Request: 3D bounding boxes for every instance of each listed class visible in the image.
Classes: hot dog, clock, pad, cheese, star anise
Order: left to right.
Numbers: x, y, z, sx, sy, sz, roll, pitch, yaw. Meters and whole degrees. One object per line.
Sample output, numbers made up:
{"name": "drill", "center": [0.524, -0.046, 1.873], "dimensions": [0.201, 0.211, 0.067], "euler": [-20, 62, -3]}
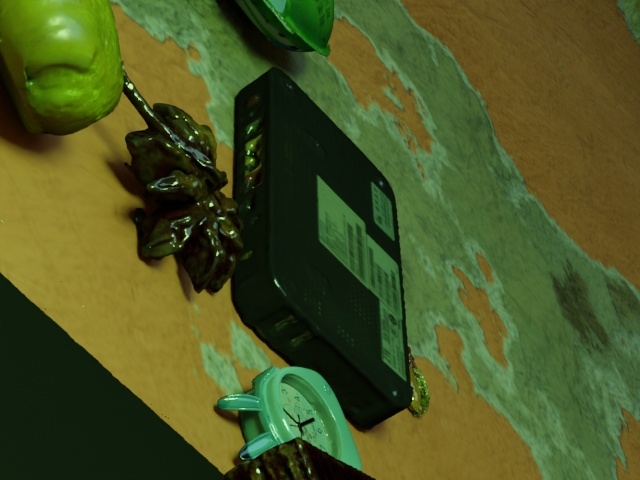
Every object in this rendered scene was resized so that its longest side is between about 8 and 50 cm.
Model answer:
{"name": "pad", "center": [-0.196, 0.122, 1.314], "dimensions": [0.375, 0.063, 0.315], "euler": [45, 17, -17]}
{"name": "star anise", "center": [-0.124, -0.054, 1.609], "dimensions": [0.234, 0.073, 0.177], "euler": [42, 32, -50]}
{"name": "cheese", "center": [-0.051, -0.288, 2.073], "dimensions": [0.204, 0.083, 0.320], "euler": [50, 12, -16]}
{"name": "clock", "center": [-0.027, 0.155, 1.594], "dimensions": [0.147, 0.045, 0.108], "euler": [19, 44, -57]}
{"name": "hot dog", "center": [0.088, 0.133, 1.903], "dimensions": [0.037, 0.021, 0.083], "euler": [18, 44, -57]}

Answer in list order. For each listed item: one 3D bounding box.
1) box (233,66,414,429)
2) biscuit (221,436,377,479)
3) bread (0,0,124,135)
{"name": "box", "center": [0.000, 0.000, 1.842], "dimensions": [0.211, 0.058, 0.350], "euler": [46, 25, -32]}
{"name": "biscuit", "center": [0.046, 0.250, 1.519], "dimensions": [0.388, 0.073, 0.107], "euler": [39, 25, -60]}
{"name": "bread", "center": [-0.248, -0.264, 1.520], "dimensions": [0.166, 0.112, 0.384], "euler": [97, -31, -70]}
